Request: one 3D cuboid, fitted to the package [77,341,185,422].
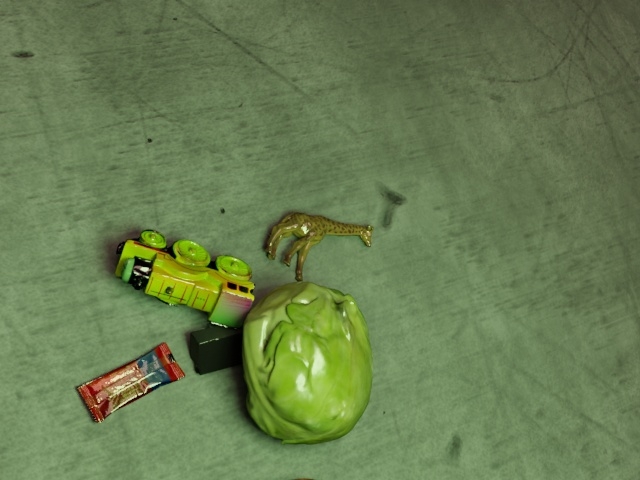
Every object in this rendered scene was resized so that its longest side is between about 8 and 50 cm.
[{"bbox_3d":[-0.371,0.279,1.676,0.200,0.022,0.083,-26,81,-30],"label":"package"}]

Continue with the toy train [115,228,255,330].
[{"bbox_3d":[-0.273,0.075,1.729,0.296,0.100,0.161,18,29,-15],"label":"toy train"}]

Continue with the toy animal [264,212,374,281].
[{"bbox_3d":[-0.004,-0.009,1.936,0.275,0.054,0.149,-25,82,-30],"label":"toy animal"}]

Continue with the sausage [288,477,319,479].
[{"bbox_3d":[0.019,0.544,1.669,0.258,0.133,0.133,20,62,-13],"label":"sausage"}]

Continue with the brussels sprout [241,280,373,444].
[{"bbox_3d":[-0.024,0.255,1.699,0.328,0.247,0.328,45,37,-50],"label":"brussels sprout"}]

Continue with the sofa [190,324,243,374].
[{"bbox_3d":[-0.196,0.216,1.760,0.147,0.085,0.060,-13,30,-26],"label":"sofa"}]
